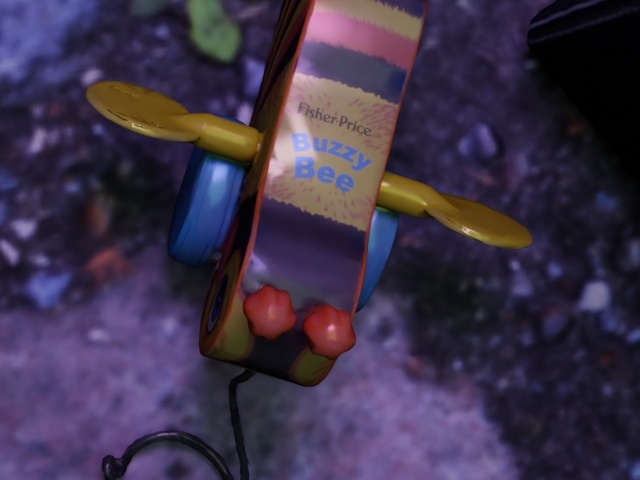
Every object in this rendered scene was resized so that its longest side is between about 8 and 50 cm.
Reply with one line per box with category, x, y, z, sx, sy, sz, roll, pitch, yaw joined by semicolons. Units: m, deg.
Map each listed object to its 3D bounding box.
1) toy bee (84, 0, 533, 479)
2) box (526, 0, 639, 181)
toy bee;0.000;0.000;0.853;0.195;0.162;0.298;-4;92;-11
box;0.442;-0.077;0.862;0.472;0.297;0.480;-43;98;-8
